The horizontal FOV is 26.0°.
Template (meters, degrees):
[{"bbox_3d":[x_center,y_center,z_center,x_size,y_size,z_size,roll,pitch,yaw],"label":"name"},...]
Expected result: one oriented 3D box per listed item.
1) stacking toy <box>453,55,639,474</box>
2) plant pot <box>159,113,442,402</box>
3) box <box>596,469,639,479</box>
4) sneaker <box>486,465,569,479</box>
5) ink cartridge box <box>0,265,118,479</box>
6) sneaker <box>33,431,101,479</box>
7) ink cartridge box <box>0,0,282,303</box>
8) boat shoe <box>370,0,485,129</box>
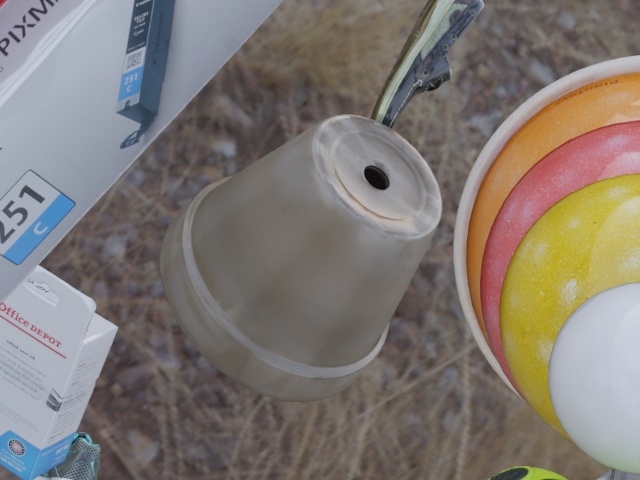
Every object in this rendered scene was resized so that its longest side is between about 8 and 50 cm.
[{"bbox_3d":[0.232,0.055,1.013,0.350,0.351,0.480,52,21,1],"label":"stacking toy"},{"bbox_3d":[0.000,0.000,1.755,0.323,0.280,0.323,21,46,-24],"label":"plant pot"},{"bbox_3d":[0.312,0.288,1.396,0.038,0.186,0.145,19,63,-1],"label":"box"},{"bbox_3d":[0.182,0.216,0.830,0.109,0.296,0.123,-46,124,-37],"label":"sneaker"},{"bbox_3d":[-0.244,0.099,1.182,0.104,0.180,0.060,31,20,16],"label":"ink cartridge box"},{"bbox_3d":[-0.271,0.245,1.511,0.065,0.166,0.076,25,77,-20],"label":"sneaker"},{"bbox_3d":[-0.189,-0.125,0.860,0.066,0.296,0.261,42,-1,32],"label":"ink cartridge box"},{"bbox_3d":[0.137,-0.227,1.767,0.073,0.080,0.223,28,89,-5],"label":"boat shoe"}]
